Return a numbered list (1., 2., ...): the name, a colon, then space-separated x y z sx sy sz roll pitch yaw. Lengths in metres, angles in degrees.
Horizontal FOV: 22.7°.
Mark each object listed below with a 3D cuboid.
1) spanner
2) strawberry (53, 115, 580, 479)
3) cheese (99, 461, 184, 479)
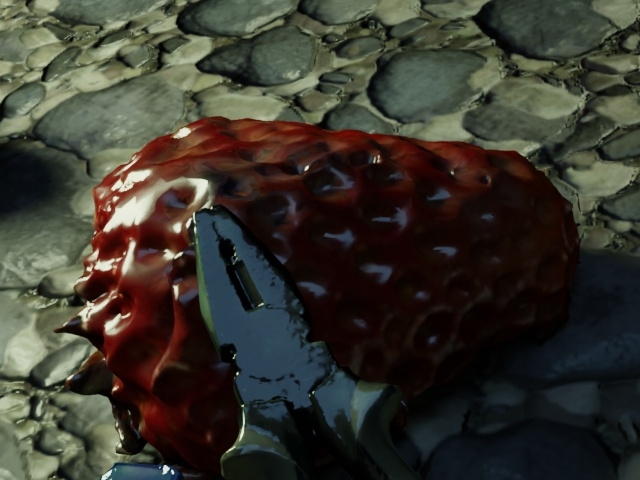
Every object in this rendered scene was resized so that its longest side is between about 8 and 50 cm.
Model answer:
1. spanner: 0.011 0.118 0.746 0.095 0.040 0.325 -22 66 -12
2. strawberry: -0.011 0.011 0.898 0.280 0.150 0.253 4 42 22
3. cheese: -0.150 0.200 0.737 0.156 0.064 0.250 -4 41 55
